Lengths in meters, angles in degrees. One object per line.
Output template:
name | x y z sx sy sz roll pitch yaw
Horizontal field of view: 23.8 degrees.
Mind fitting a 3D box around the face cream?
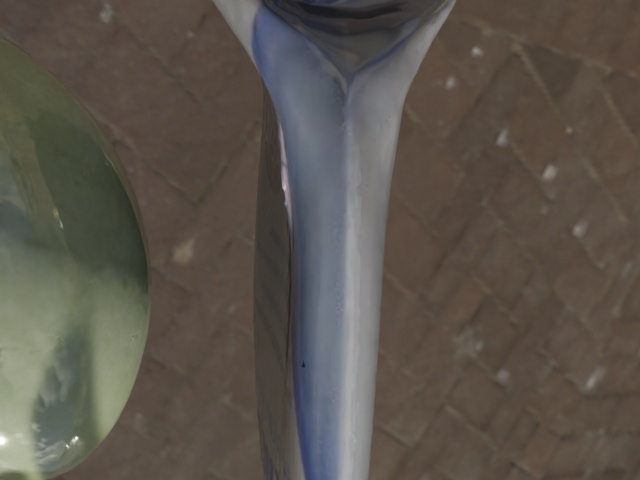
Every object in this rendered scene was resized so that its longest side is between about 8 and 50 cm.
face cream | 0.000 0.000 0.769 0.137 0.235 0.420 -2 106 -10

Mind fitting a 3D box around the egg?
egg | -0.180 0.003 0.737 0.187 0.253 0.186 -32 163 -11
